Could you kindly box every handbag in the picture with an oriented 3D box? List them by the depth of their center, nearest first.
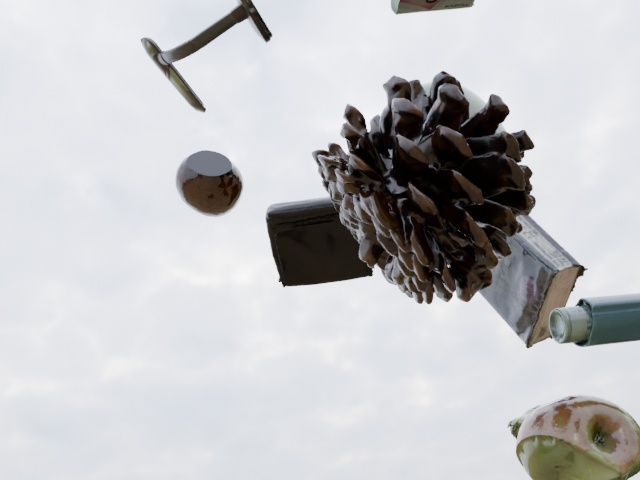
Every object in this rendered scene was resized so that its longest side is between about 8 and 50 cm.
[{"bbox_3d":[0.000,0.000,1.878,0.246,0.080,0.223,-7,-63,6],"label":"handbag"}]

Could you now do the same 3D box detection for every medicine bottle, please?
[{"bbox_3d":[0.527,0.153,1.329,0.258,0.079,0.124,-1,-74,-12],"label":"medicine bottle"}]

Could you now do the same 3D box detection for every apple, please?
[{"bbox_3d":[0.443,0.346,1.287,0.207,0.174,0.188,21,-45,-2],"label":"apple"}]

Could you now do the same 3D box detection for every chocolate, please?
[{"bbox_3d":[-0.269,-0.126,1.850,0.176,0.177,0.177,-11,-31,-6],"label":"chocolate"}]

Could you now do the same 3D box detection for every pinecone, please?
[{"bbox_3d":[0.182,-0.102,1.304,0.397,0.398,0.398,-11,-31,-6],"label":"pinecone"}]

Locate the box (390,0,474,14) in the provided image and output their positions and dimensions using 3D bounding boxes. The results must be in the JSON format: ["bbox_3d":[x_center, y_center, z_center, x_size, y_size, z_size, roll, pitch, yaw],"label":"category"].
[{"bbox_3d":[0.219,-0.520,1.398,0.180,0.103,0.250,-7,-12,-3],"label":"box"}]

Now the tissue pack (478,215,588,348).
[{"bbox_3d":[0.487,0.058,1.949,0.122,0.361,0.259,-13,-46,-24],"label":"tissue pack"}]

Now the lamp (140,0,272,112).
[{"bbox_3d":[-0.220,-0.386,1.608,0.283,0.125,0.203,-25,-54,17],"label":"lamp"}]

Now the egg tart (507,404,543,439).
[{"bbox_3d":[0.538,0.449,1.769,0.197,0.078,0.197,25,-31,17],"label":"egg tart"}]

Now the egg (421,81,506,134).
[{"bbox_3d":[0.274,-0.177,1.616,0.258,0.352,0.258,-17,-25,-8],"label":"egg"}]
